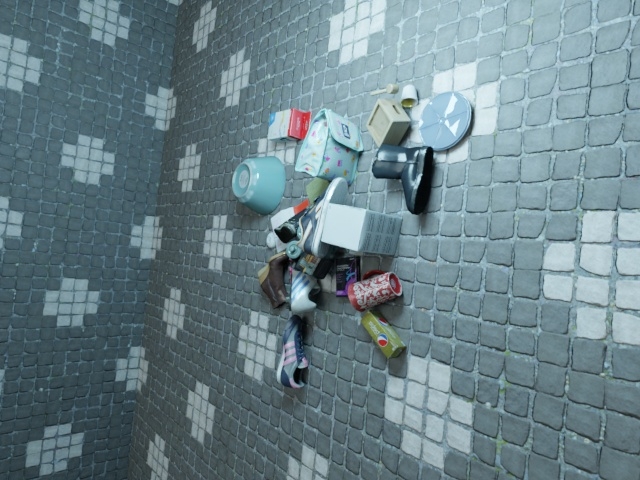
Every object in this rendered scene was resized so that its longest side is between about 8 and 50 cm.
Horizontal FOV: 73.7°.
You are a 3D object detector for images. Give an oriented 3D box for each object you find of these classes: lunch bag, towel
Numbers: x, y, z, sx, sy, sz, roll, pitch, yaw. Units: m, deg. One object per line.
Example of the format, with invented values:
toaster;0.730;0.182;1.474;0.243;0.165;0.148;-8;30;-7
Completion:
lunch bag;0.049;-0.372;1.710;0.160;0.224;0.261;25;101;41
towel;-0.008;-0.230;1.897;0.148;0.027;0.109;-41;56;38

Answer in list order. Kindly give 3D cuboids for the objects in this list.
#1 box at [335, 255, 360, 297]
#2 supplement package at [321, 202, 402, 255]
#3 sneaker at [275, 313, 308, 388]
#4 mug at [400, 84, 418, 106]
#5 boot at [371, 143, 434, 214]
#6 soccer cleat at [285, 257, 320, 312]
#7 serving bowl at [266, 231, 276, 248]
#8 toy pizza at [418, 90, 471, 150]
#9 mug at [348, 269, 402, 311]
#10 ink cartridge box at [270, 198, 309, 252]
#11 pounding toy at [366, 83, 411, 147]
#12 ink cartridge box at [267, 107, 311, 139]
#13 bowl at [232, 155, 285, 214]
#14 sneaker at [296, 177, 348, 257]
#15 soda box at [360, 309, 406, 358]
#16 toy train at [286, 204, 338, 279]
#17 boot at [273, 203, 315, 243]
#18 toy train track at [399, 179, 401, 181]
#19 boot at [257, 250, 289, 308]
box;0.110;0.147;1.714;0.116;0.029;0.161;-10;76;46
supplement package;0.150;-0.040;1.567;0.194;0.203;0.149;16;96;48
sneaker;-0.099;0.486;1.858;0.131;0.112;0.318;11;96;31
mug;0.318;-0.529;1.560;0.078;0.062;0.064;-6;72;39
boot;0.280;-0.220;1.511;0.207;0.094;0.246;10;93;41
soccer cleat;-0.071;0.167;1.867;0.116;0.143;0.330;96;176;-56
serving bowl;-0.244;-0.002;2.123;0.084;0.027;0.083;-9;78;46
toy pizza;0.421;-0.404;1.449;0.201;0.032;0.200;-7;81;48
mug;0.197;0.165;1.553;0.170;0.113;0.150;-25;62;34
ink cartridge box;-0.133;-0.067;1.992;0.232;0.066;0.188;-35;60;44
pounding toy;0.255;-0.477;1.562;0.180;0.094;0.206;67;150;30
ink cartridge box;-0.152;-0.554;2.061;0.231;0.078;0.134;5;88;47
bowl;-0.334;-0.292;2.163;0.312;0.163;0.310;-8;79;48
sneaker;-0.002;-0.100;1.643;0.128;0.126;0.320;16;81;33
soda box;0.224;0.335;1.541;0.061;0.058;0.181;-58;47;24
toy train;0.000;0.000;1.764;0.190;0.142;0.333;33;96;31
boot;-0.104;-0.074;1.902;0.085;0.179;0.236;53;160;-7
toy train track;0.302;-0.245;1.570;0.083;0.014;0.048;-25;67;42
boot;-0.187;0.186;2.016;0.248;0.090;0.206;-42;68;34
